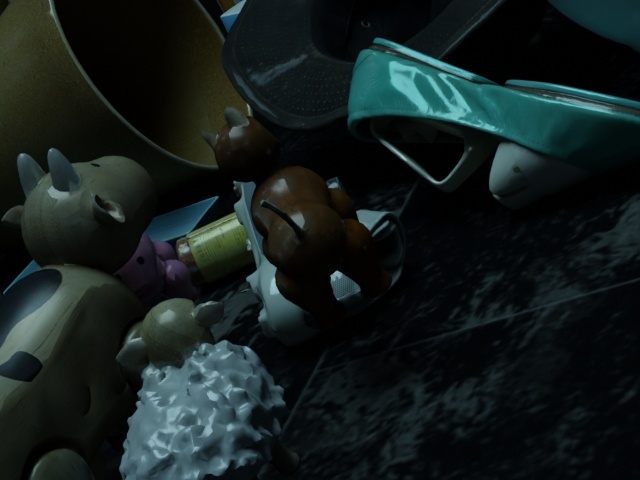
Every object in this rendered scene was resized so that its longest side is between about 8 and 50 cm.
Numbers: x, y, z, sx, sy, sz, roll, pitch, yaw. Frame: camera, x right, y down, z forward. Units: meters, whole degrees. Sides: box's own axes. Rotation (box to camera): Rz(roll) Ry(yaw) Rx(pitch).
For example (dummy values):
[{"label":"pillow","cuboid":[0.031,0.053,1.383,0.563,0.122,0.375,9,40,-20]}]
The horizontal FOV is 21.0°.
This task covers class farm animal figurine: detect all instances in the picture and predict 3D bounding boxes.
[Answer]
[{"label":"farm animal figurine","cuboid":[-0.146,0.047,0.955,0.330,0.172,0.327,-22,31,29]}]

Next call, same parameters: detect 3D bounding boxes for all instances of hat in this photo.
[{"label":"hat","cuboid":[0.086,-0.188,1.359,0.331,0.134,0.331,-23,42,23]}]

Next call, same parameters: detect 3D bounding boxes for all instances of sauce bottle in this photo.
[{"label":"sauce bottle","cuboid":[-0.040,-0.008,1.240,0.128,0.042,0.042,-23,19,8]}]

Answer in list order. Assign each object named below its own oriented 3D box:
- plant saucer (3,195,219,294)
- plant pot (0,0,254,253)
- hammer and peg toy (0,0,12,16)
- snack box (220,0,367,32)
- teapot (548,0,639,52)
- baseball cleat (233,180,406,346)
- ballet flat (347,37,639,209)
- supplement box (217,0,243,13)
[{"label":"plant saucer","cuboid":[-0.169,0.010,1.408,0.192,0.018,0.067,-16,21,27]},{"label":"plant pot","cuboid":[-0.229,-0.098,1.508,0.254,0.237,0.237,-35,13,28]},{"label":"hammer and peg toy","cuboid":[-0.289,-0.156,1.685,0.361,0.266,0.127,-29,41,-9]},{"label":"snack box","cuboid":[0.064,-0.303,1.863,0.322,0.060,0.187,-39,22,-33]},{"label":"teapot","cuboid":[0.253,-0.204,1.135,0.252,0.187,0.256,-6,34,44]},{"label":"baseball cleat","cuboid":[0.000,0.000,1.130,0.109,0.072,0.206,-19,32,4]},{"label":"ballet flat","cuboid":[0.114,-0.067,1.115,0.247,0.083,0.087,19,90,41]},{"label":"supplement box","cuboid":[-0.021,-0.346,2.073,0.233,0.080,0.078,-23,18,6]}]
